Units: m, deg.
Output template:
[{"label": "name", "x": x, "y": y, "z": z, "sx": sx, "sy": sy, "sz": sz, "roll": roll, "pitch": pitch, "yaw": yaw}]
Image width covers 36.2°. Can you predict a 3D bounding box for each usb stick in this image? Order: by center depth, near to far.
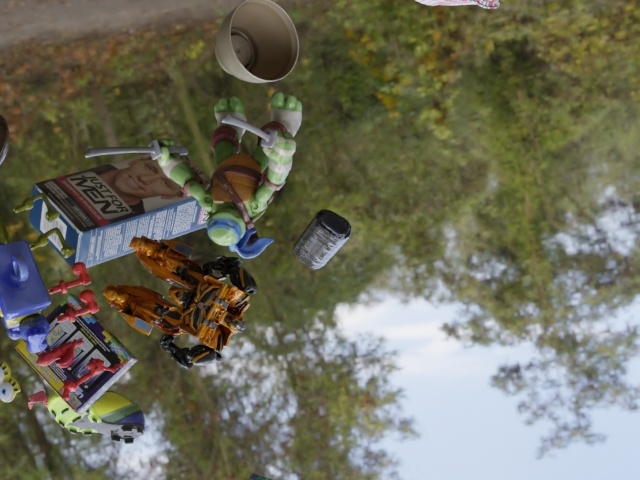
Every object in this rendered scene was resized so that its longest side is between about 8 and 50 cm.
[{"label": "usb stick", "x": 0.000, "y": 0.000, "z": 1.910, "sx": 0.045, "sy": 0.077, "sz": 0.278, "roll": -53, "pitch": -179, "yaw": -18}]

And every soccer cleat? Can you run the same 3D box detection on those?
[{"label": "soccer cleat", "x": -0.542, "y": 0.404, "z": 2.355, "sx": 0.093, "sy": 0.121, "sz": 0.289, "roll": -38, "pitch": 137, "yaw": 20}]

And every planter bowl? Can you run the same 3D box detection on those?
[{"label": "planter bowl", "x": -0.138, "y": -0.379, "z": 1.903, "sx": 0.162, "sy": 0.162, "sz": 0.109, "roll": -17, "pitch": -174, "yaw": -38}]

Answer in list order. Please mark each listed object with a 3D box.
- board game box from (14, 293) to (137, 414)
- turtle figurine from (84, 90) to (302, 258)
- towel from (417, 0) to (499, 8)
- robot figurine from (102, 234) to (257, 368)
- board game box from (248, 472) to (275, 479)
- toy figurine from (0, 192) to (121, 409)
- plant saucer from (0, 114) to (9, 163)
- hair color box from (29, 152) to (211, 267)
[{"label": "board game box", "x": -0.442, "y": 0.206, "z": 1.774, "sx": 0.141, "sy": 0.170, "sz": 0.048, "roll": -44, "pitch": 169, "yaw": -6}, {"label": "turtle figurine", "x": -0.127, "y": -0.141, "z": 1.365, "sx": 0.198, "sy": 0.274, "sz": 0.266, "roll": -33, "pitch": -156, "yaw": 32}, {"label": "towel", "x": 0.211, "y": -0.429, "z": 1.727, "sx": 0.144, "sy": 0.029, "sz": 0.197, "roll": 13, "pitch": -168, "yaw": 33}, {"label": "robot figurine", "x": -0.246, "y": 0.100, "z": 1.721, "sx": 0.291, "sy": 0.211, "sz": 0.085, "roll": 20, "pitch": 170, "yaw": 38}, {"label": "board game box", "x": -0.045, "y": 0.573, "z": 2.024, "sx": 0.160, "sy": 0.210, "sz": 0.047, "roll": 2, "pitch": -132, "yaw": 47}, {"label": "toy figurine", "x": -0.431, "y": 0.045, "z": 1.447, "sx": 0.191, "sy": 0.362, "sz": 0.217, "roll": -17, "pitch": 161, "yaw": -22}, {"label": "plant saucer", "x": -0.639, "y": -0.162, "z": 1.818, "sx": 0.168, "sy": 0.168, "sz": 0.029, "roll": -12, "pitch": 146, "yaw": 22}, {"label": "hair color box", "x": -0.391, "y": -0.073, "z": 1.987, "sx": 0.347, "sy": 0.105, "sz": 0.174, "roll": -21, "pitch": -128, "yaw": -42}]
